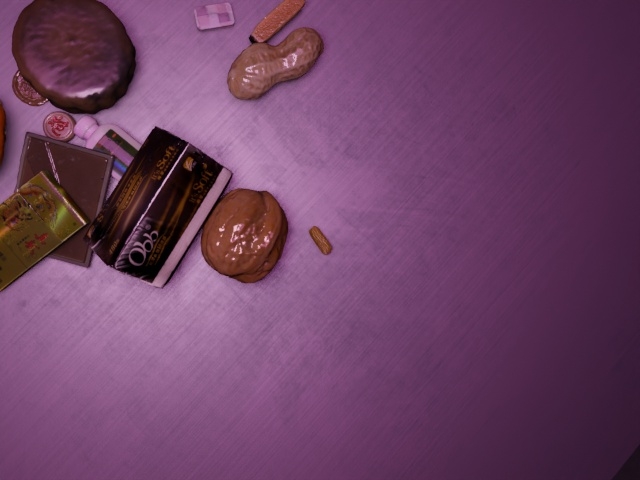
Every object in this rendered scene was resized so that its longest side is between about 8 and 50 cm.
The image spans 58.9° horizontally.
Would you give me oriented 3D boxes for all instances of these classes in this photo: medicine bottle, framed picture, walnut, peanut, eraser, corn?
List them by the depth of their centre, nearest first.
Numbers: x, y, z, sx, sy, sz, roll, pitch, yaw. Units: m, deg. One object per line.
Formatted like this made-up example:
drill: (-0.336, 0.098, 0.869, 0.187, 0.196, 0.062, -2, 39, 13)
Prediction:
framed picture: (-0.689, -0.104, 1.489, 0.232, 0.024, 0.314, 16, 100, -5)
medicine bottle: (-0.554, -0.242, 1.521, 0.219, 0.078, 0.115, 39, 87, -9)
walnut: (-0.201, -0.019, 1.524, 0.224, 0.257, 0.257, 32, 84, -44)
peanut: (-0.126, -0.495, 1.572, 0.299, 0.120, 0.136, -28, 133, -9)
eraser: (-0.298, -0.625, 1.588, 0.105, 0.026, 0.064, -12, 96, -10)
corn: (0.000, 0.000, 1.647, 0.037, 0.037, 0.092, -35, 93, -8)

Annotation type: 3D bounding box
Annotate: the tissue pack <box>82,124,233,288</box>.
tissue pack: (-0.406, -0.089, 1.457, 0.198, 0.210, 0.369, 33, 88, -44)

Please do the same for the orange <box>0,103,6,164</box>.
orange: (-0.892, -0.256, 1.371, 0.261, 0.261, 0.260, 0, 91, -10)

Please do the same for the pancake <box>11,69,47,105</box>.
pancake: (-0.765, -0.416, 1.515, 0.115, 0.011, 0.114, 0, 92, -12)

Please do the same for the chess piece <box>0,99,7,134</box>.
chess piece: (-0.847, -0.323, 1.491, 0.035, 0.035, 0.092, -14, 97, -10)

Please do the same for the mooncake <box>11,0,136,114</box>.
mooncake: (-0.622, -0.470, 1.460, 0.291, 0.161, 0.290, 1, 87, -15)

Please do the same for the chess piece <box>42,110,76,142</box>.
chess piece: (-0.696, -0.303, 1.515, 0.084, 0.038, 0.083, 0, 89, -10)

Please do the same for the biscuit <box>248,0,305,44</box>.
biscuit: (-0.123, -0.621, 1.605, 0.188, 0.056, 0.052, -43, 96, -6)

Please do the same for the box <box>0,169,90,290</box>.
box: (-0.774, -0.021, 1.468, 0.311, 0.043, 0.173, -36, 99, 5)
